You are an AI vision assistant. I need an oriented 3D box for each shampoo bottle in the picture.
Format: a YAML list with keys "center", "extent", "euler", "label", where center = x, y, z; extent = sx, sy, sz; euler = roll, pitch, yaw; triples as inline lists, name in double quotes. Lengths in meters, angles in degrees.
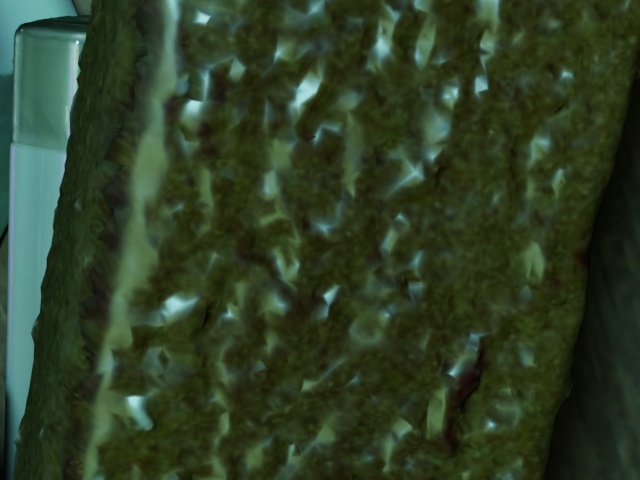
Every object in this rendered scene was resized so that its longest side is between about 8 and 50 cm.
- center: [-0.078, 0.035, 0.615]
  extent: [0.056, 0.086, 0.227]
  euler: [8, 102, 23]
  label: "shampoo bottle"

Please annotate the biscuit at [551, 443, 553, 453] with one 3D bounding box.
- center: [0.015, 0.145, 0.631]
  extent: [0.138, 0.031, 0.205]
  euler: [5, 100, 13]
  label: "biscuit"

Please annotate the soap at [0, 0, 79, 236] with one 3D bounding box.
- center: [-0.229, -0.131, 0.624]
  extent: [0.208, 0.115, 0.346]
  euler: [-21, 93, 23]
  label: "soap"

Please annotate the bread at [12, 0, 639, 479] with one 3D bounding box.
- center: [0.000, 0.000, 0.525]
  extent: [0.165, 0.113, 0.416]
  euler: [10, 98, -10]
  label: "bread"
